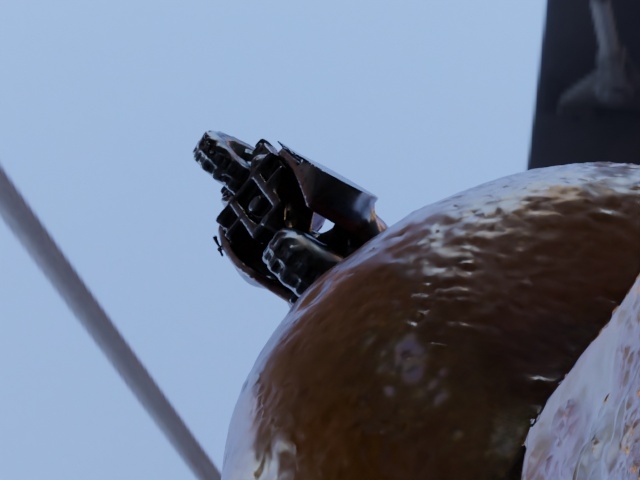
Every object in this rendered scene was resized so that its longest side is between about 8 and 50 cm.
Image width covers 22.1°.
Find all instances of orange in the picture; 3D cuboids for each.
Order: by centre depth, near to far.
[{"bbox_3d":[0.082,0.109,0.731,0.274,0.274,0.310,-3,-133,4],"label":"orange"}]

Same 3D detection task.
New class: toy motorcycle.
[{"bbox_3d":[0.001,-0.001,0.913,0.082,0.122,0.213,-49,-149,7],"label":"toy motorcycle"}]
